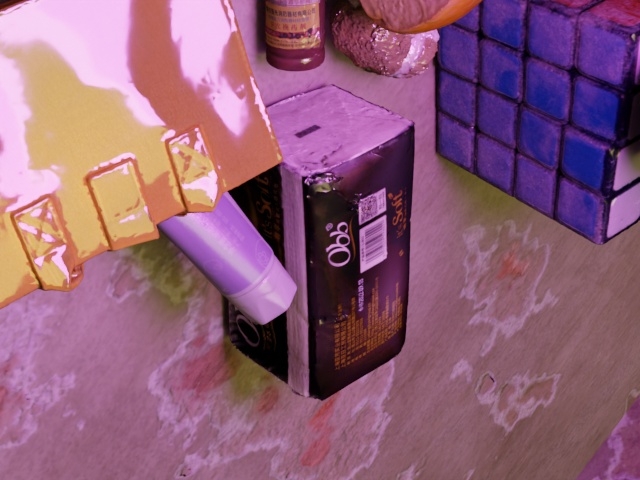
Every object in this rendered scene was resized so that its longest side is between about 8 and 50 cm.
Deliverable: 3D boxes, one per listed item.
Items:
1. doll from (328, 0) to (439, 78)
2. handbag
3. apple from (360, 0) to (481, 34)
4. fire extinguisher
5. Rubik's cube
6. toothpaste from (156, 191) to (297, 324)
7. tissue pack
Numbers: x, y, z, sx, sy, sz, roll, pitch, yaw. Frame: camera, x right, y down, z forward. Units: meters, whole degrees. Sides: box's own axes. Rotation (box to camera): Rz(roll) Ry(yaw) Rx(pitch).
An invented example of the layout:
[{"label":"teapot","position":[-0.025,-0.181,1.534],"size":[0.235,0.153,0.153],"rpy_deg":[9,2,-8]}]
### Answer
[{"label":"doll","position":[0.073,-0.274,1.471],"size":[0.115,0.105,0.221],"rpy_deg":[-36,152,14]},{"label":"handbag","position":[-0.248,-0.113,1.161],"size":[0.401,0.133,0.283],"rpy_deg":[-30,109,-30]},{"label":"apple","position":[0.129,-0.404,1.322],"size":[0.252,0.314,0.309],"rpy_deg":[-14,102,8]},{"label":"fire extinguisher","position":[-0.032,-0.337,1.366],"size":[0.075,0.106,0.252],"rpy_deg":[-2,123,-3]},{"label":"Rubik's cube","position":[0.394,-0.258,1.643],"size":[0.343,0.344,0.337],"rpy_deg":[-29,135,-28]},{"label":"toothpaste","position":[-0.157,-0.051,1.326],"size":[0.371,0.080,0.125],"rpy_deg":[52,56,-30]},{"label":"tissue pack","position":[0.000,0.000,1.514],"size":[0.210,0.198,0.370],"rpy_deg":[-24,131,-31]}]
